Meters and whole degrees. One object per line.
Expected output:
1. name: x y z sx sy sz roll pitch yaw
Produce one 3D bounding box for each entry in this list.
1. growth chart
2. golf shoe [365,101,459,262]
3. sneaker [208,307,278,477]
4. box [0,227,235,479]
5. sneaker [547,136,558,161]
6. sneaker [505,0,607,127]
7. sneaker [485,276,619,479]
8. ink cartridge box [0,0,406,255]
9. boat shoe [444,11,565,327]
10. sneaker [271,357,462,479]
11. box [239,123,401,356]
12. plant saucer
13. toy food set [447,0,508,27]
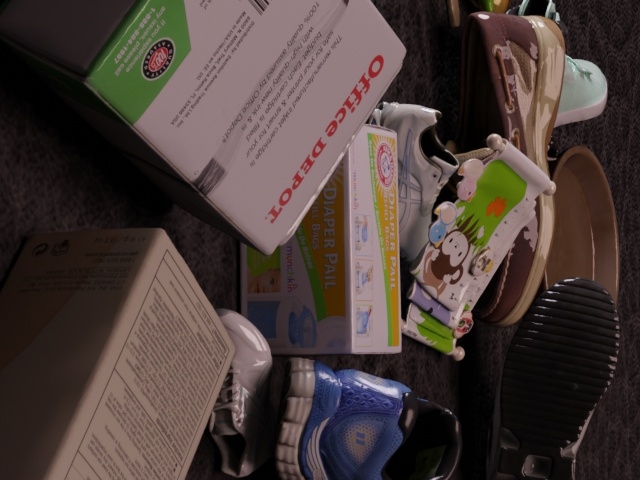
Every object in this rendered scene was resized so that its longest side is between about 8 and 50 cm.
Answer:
1. growth chart: 0.153 0.009 1.997 0.172 0.021 0.237 18 104 -53
2. golf shoe: 0.099 -0.055 1.946 0.069 0.086 0.176 -56 138 -51
3. sneaker: -0.070 0.130 1.637 0.061 0.054 0.152 -44 127 -52
4. box: -0.180 0.152 1.341 0.148 0.121 0.311 63 36 -39
5. sneaker: 0.258 -0.123 2.316 0.083 0.037 0.032 51 47 -48
6. sneaker: 0.278 -0.218 2.273 0.256 0.094 0.151 -27 126 -58
7. sneaker: 0.239 0.197 2.156 0.146 0.122 0.330 -131 -123 -88
8. ink cartridge box: -0.083 -0.150 1.480 0.211 0.121 0.289 -56 144 -10
9. boat shoe: 0.178 -0.078 2.100 0.123 0.123 0.342 5 94 -33
10. sneaker: 0.052 0.211 1.730 0.330 0.147 0.129 73 26 -63
11. box: 0.000 0.000 1.716 0.103 0.114 0.203 6 82 -63
12. plant saucer: 0.308 0.022 2.401 0.278 0.041 0.278 3 87 -63
13. toy food set: 0.191 -0.315 2.193 0.192 0.038 0.132 -36 120 -59
